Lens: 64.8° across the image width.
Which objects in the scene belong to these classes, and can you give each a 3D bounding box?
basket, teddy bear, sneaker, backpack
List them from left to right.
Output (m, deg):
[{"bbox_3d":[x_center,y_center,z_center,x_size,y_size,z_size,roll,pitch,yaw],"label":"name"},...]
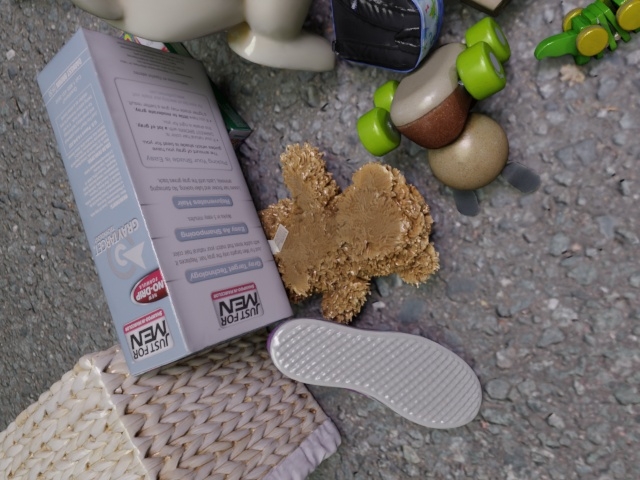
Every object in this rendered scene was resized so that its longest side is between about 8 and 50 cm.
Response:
[{"bbox_3d":[-0.213,0.294,0.717,0.328,0.331,0.266,-38,76,27],"label":"basket"},{"bbox_3d":[0.000,0.000,0.680,0.338,0.113,0.245,-39,76,36],"label":"teddy bear"},{"bbox_3d":[0.065,0.167,0.683,0.282,0.161,0.102,21,76,-5],"label":"sneaker"},{"bbox_3d":[0.077,-0.250,0.559,0.114,0.084,0.105,28,149,25],"label":"backpack"}]

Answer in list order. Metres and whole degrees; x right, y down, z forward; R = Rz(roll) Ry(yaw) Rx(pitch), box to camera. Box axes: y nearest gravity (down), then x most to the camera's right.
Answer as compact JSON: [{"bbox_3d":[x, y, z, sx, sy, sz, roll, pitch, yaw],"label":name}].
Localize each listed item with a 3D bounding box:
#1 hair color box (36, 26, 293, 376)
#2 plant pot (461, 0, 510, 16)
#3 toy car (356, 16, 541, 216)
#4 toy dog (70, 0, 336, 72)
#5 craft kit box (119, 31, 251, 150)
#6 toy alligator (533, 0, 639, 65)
[{"bbox_3d":[-0.186,-0.048,0.625,0.113,0.185,0.375,-26,82,32],"label":"hair color box"},{"bbox_3d":[0.176,-0.299,0.527,0.096,0.109,0.109,44,116,3],"label":"plant pot"},{"bbox_3d":[0.164,-0.116,0.573,0.155,0.149,0.188,-25,115,38],"label":"toy car"},{"bbox_3d":[-0.107,-0.420,0.492,0.284,0.395,0.408,37,123,26],"label":"toy dog"},{"bbox_3d":[-0.265,-0.178,0.800,0.250,0.061,0.246,51,120,10],"label":"craft kit box"},{"bbox_3d":[0.311,-0.229,0.500,0.189,0.056,0.051,-32,127,27],"label":"toy alligator"}]
